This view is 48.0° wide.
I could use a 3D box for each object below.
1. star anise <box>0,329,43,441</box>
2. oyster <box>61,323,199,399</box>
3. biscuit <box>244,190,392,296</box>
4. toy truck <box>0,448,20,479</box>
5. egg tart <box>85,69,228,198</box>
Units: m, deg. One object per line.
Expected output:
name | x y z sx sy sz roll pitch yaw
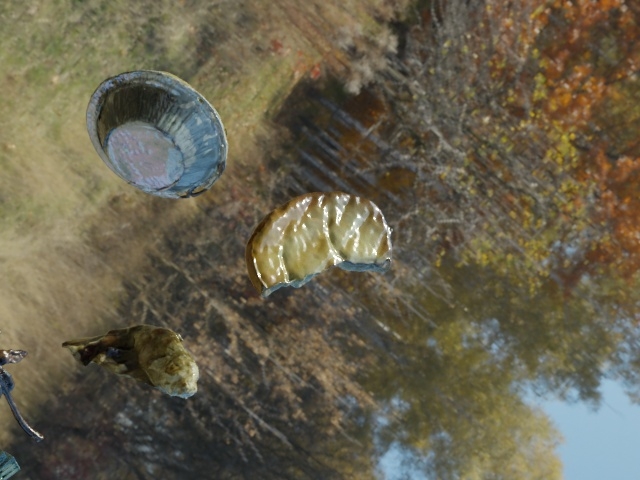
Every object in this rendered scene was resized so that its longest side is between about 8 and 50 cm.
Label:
star anise | -0.516 0.206 1.116 0.073 0.234 0.177 -10 -117 34
oyster | -0.362 0.215 1.371 0.166 0.295 0.093 -71 170 -66
biscuit | -0.002 -0.004 1.176 0.299 0.154 0.045 -9 164 -39
toy truck | -0.662 0.486 1.219 0.338 0.133 0.184 -27 122 -48
egg tart | -0.261 -0.153 1.124 0.234 0.234 0.094 -45 -162 38
